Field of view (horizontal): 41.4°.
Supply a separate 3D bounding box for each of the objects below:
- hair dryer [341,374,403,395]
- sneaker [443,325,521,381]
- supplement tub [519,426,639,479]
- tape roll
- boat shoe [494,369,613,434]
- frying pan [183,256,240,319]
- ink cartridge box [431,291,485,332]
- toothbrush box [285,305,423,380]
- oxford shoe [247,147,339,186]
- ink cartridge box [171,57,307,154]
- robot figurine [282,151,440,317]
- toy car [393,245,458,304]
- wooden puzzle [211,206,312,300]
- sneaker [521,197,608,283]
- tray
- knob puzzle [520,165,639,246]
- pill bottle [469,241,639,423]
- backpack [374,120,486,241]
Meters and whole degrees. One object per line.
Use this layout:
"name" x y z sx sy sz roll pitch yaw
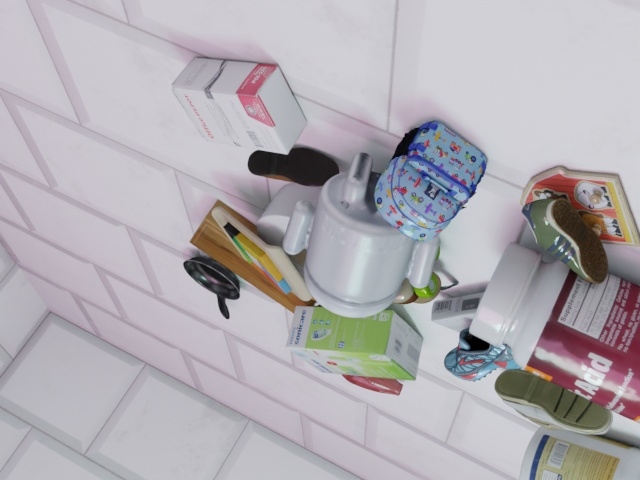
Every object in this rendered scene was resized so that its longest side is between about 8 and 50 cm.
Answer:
"hair dryer" 0.124 0.360 2.448 0.293 0.080 0.223 41 153 -20
"sneaker" 0.342 0.225 1.843 0.125 0.104 0.262 32 148 -18
"supplement tub" 0.674 0.596 2.078 0.316 0.228 0.228 13 149 36
"tape roll" 0.000 0.000 1.915 0.286 0.100 0.286 25 153 13
"boat shoe" 0.556 0.387 1.988 0.302 0.113 0.103 18 155 50
"frying pan" -0.291 0.149 2.569 0.197 0.053 0.326 10 149 39
"ink cartridge box" 0.392 0.185 1.890 0.232 0.066 0.189 19 161 -25
"toothbrush box" 0.089 0.262 2.160 0.283 0.122 0.206 2 155 30
"oxford shoe" -0.044 -0.151 1.752 0.212 0.076 0.076 12 179 31
"ink cartridge box" -0.156 -0.260 1.629 0.218 0.092 0.158 12 148 33
"robot figurine" 0.077 0.007 1.644 0.300 0.200 0.353 16 128 5
"toy car" 0.212 0.075 1.820 0.155 0.149 0.188 -4 163 39
"wooden puzzle" -0.142 0.038 1.979 0.238 0.044 0.221 31 162 39
"sneaker" 0.408 -0.003 1.428 0.192 0.064 0.086 48 158 -29
"tray" -0.141 0.069 2.229 0.411 0.076 0.203 36 154 -6
"knob puzzle" 0.423 -0.050 1.428 0.213 0.030 0.213 26 155 13
"pill bottle" 0.484 0.165 1.520 0.392 0.224 0.224 25 154 15
"backpack" 0.183 -0.094 1.449 0.158 0.173 0.117 37 154 -10
